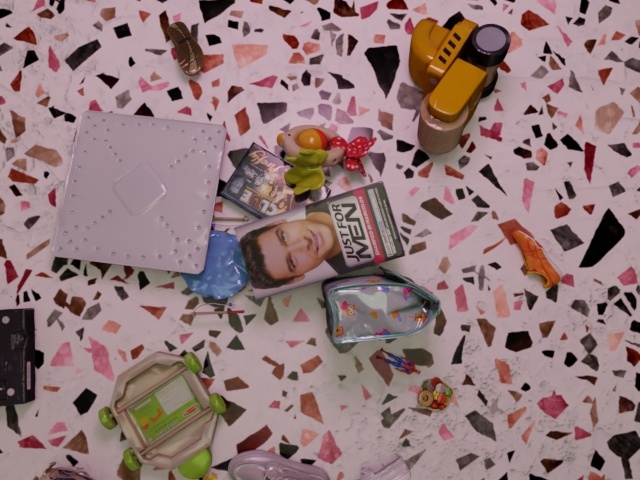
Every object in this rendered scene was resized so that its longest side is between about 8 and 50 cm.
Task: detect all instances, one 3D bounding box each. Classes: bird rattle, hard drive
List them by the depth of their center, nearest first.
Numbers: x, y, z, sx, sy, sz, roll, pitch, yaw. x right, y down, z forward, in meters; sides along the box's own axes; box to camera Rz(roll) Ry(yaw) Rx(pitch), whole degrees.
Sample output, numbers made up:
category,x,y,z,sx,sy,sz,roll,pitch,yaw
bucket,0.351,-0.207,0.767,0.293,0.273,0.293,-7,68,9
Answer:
category,x,y,z,sx,sy,sz,roll,pitch,yaw
hard drive,-0.891,0.297,1.312,0.338,0.064,0.237,-5,83,-2
bird rattle,0.005,-0.240,1.347,0.253,0.143,0.207,-30,58,-26

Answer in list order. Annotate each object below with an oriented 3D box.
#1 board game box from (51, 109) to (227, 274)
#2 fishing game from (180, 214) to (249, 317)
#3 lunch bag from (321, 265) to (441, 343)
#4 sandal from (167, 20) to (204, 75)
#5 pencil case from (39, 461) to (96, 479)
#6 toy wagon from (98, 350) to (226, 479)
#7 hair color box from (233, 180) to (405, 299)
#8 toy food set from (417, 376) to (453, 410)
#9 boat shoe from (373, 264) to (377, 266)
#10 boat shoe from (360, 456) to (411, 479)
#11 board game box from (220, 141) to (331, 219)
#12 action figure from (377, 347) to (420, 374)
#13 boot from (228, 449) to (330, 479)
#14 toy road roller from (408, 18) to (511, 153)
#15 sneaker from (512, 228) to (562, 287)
category,x,y,z,sx,sy,sz,roll,pitch,yaw
board game box,-0.456,-0.125,1.357,0.389,0.050,0.391,7,80,3
fishing game,-0.268,0.065,1.364,0.188,0.041,0.264,-3,75,-2
lunch bag,0.142,0.149,1.268,0.262,0.223,0.160,-8,91,-2
sandal,-0.362,-0.515,1.427,0.072,0.049,0.180,-24,70,-9
pencil case,-0.654,0.733,1.219,0.183,0.160,0.411,27,84,-13
toy wagon,-0.367,0.454,1.303,0.267,0.068,0.345,-32,86,-4
hair color box,0.000,0.000,1.285,0.374,0.113,0.186,-17,91,8
toy food set,0.294,0.393,1.345,0.083,0.020,0.083,27,84,2
boat shoe,0.071,-0.003,1.369,0.206,0.065,0.075,34,101,4
boat shoe,0.131,0.592,1.299,0.184,0.066,0.063,-23,74,-3
board game box,-0.117,-0.125,1.385,0.243,0.042,0.165,31,84,3
action figure,0.203,0.315,1.349,0.115,0.030,0.038,25,79,0
boot,-0.101,0.575,1.264,0.258,0.123,0.095,8,83,0
toy road roller,0.309,-0.415,1.356,0.240,0.202,0.330,31,79,15
sneaker,0.554,0.048,1.370,0.067,0.064,0.175,-37,83,5
